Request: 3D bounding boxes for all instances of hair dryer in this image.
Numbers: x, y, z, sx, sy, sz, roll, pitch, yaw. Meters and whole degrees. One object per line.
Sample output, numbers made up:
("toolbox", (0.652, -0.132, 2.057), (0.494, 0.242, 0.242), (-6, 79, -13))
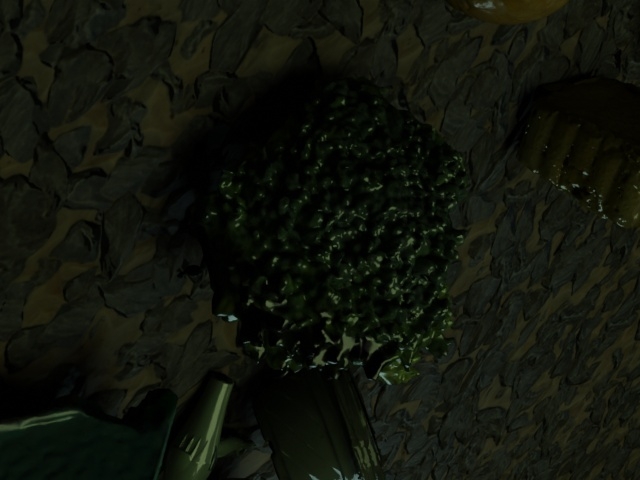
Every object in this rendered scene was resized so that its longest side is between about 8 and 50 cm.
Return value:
("hair dryer", (-0.121, 0.238, 1.698), (0.199, 0.067, 0.167), (-19, 132, -56))

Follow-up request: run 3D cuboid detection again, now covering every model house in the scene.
("model house", (-0.312, 0.280, 1.400), (0.280, 0.249, 0.230), (110, -4, -48))

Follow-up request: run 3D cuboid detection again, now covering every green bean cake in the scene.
("green bean cake", (0.412, -0.127, 1.815), (0.230, 0.224, 0.131), (-20, 137, -45))

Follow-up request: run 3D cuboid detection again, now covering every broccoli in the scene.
("broccoli", (-0.005, -0.010, 1.434), (0.294, 0.347, 0.281), (9, 160, -13))

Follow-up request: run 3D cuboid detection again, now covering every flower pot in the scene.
("flower pot", (-0.006, 0.253, 1.724), (0.141, 0.235, 0.235), (-22, 143, -5))

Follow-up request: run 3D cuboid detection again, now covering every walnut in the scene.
("walnut", (0.210, -0.319, 1.431), (0.207, 0.159, 0.159), (-2, 125, -44))

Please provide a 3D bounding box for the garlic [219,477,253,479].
("garlic", (-0.130, 0.389, 1.745), (0.178, 0.142, 0.229), (-41, 166, 18))
